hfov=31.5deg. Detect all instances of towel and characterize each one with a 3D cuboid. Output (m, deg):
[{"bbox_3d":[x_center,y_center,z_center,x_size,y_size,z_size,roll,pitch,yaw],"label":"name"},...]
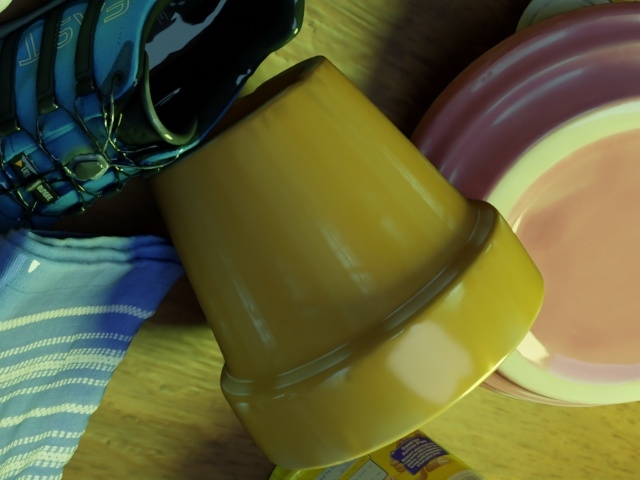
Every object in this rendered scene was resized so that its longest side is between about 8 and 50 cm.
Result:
[{"bbox_3d":[-0.188,0.143,0.631,0.336,0.040,0.243,-63,172,3],"label":"towel"}]

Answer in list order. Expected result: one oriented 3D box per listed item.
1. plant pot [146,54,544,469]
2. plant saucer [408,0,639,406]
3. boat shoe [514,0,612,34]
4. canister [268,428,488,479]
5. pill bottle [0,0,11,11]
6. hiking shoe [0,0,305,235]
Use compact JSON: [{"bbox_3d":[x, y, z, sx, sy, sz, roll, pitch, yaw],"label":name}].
[{"bbox_3d":[0.000,0.000,0.687,0.205,0.205,0.188,-37,104,-17],"label":"plant pot"},{"bbox_3d":[0.216,-0.003,0.829,0.332,0.084,0.332,-3,120,-5],"label":"plant saucer"},{"bbox_3d":[0.232,-0.070,0.911,0.319,0.116,0.099,62,27,-27],"label":"boat shoe"},{"bbox_3d":[0.054,0.198,0.830,0.126,0.170,0.073,-41,126,-14],"label":"canister"},{"bbox_3d":[-0.207,-0.158,0.544,0.194,0.108,0.108,-10,114,-31],"label":"pill bottle"},{"bbox_3d":[-0.137,-0.070,0.612,0.304,0.132,0.113,-48,128,-9],"label":"hiking shoe"}]
